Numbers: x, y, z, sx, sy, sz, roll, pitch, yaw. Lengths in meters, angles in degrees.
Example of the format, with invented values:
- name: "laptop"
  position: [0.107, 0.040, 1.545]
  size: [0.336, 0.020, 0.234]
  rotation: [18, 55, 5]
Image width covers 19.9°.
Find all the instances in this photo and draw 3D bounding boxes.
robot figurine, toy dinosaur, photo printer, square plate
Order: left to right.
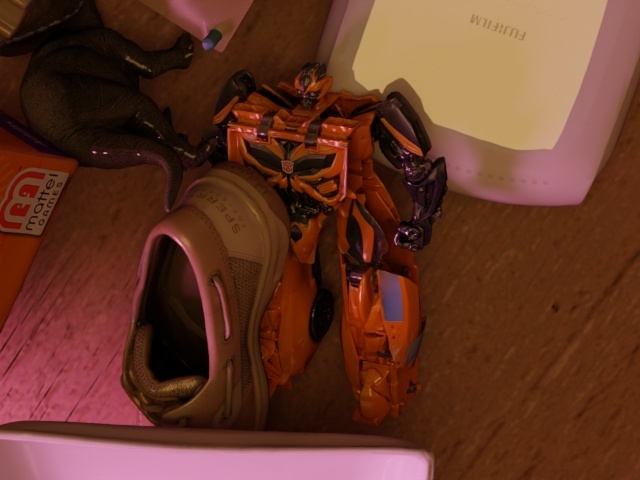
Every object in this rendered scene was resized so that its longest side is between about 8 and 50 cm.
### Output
- name: "toy dinosaur"
  position: [-0.176, -0.104, 1.429]
  size: [0.160, 0.314, 0.121]
  rotation: [7, 133, -21]
- name: "square plate"
  position: [-0.089, 0.246, 1.494]
  size: [0.347, 0.049, 0.344]
  rotation: [3, 141, 1]
- name: "robot figurine"
  position: [0.000, 0.000, 1.448]
  size: [0.211, 0.085, 0.291]
  rotation: [10, 123, 25]
- name: "photo printer"
  position: [0.141, -0.188, 1.451]
  size: [0.256, 0.107, 0.308]
  rotation: [19, 101, -2]

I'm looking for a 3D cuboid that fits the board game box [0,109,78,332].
- name: "board game box"
  position: [-0.471, 0.001, 1.312]
  size: [0.356, 0.356, 0.356]
  rotation: [32, 102, 29]

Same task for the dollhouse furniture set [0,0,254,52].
- name: "dollhouse furniture set"
  position: [-0.127, -0.270, 1.378]
  size: [0.303, 0.198, 0.286]
  rotation: [31, 126, -2]

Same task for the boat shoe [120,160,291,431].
- name: "boat shoe"
  position: [-0.112, 0.092, 1.451]
  size: [0.121, 0.110, 0.341]
  rotation: [30, 133, 23]
